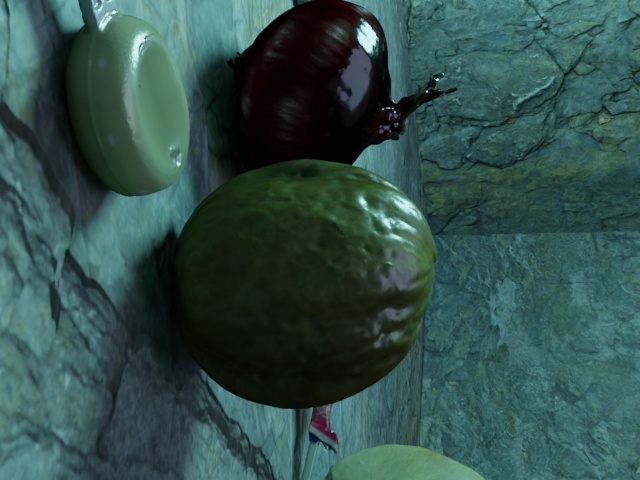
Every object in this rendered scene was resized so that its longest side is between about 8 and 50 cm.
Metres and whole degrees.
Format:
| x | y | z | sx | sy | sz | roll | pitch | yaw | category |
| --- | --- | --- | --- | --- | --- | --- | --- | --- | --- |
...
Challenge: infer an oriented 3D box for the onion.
| x | y | z | sx | sy | sz | roll | pitch | yaw | category |
| --- | --- | --- | --- | --- | --- | --- | --- | --- | --- |
| 0.017 | -0.173 | 1.028 | 0.273 | 0.285 | 0.273 | 19 | 90 | -87 | onion |

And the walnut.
| x | y | z | sx | sy | sz | roll | pitch | yaw | category |
| --- | --- | --- | --- | --- | --- | --- | --- | --- | --- |
| -0.017 | 0.043 | 0.827 | 0.227 | 0.283 | 0.282 | 87 | 5 | -77 | walnut |

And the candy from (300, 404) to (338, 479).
| x | y | z | sx | sy | sz | roll | pitch | yaw | category |
| --- | --- | --- | --- | --- | --- | --- | --- | --- | --- |
| -0.005 | 0.310 | 1.309 | 0.124 | 0.124 | 0.365 | 65 | 35 | -62 | candy |

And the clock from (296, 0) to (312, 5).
| x | y | z | sx | sy | sz | roll | pitch | yaw | category |
| --- | --- | --- | --- | --- | --- | --- | --- | --- | --- |
| -0.008 | -0.470 | 1.389 | 0.151 | 0.062 | 0.190 | -29 | 118 | -76 | clock |

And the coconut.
| x | y | z | sx | sy | sz | roll | pitch | yaw | category |
| --- | --- | --- | --- | --- | --- | --- | --- | --- | --- |
| 0.148 | 0.547 | 1.363 | 0.344 | 0.415 | 0.415 | -57 | 153 | -24 | coconut |

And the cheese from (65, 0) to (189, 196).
| x | y | z | sx | sy | sz | roll | pitch | yaw | category |
| --- | --- | --- | --- | --- | --- | --- | --- | --- | --- |
| -0.167 | -0.146 | 0.650 | 0.137 | 0.064 | 0.227 | -77 | 160 | -52 | cheese |
